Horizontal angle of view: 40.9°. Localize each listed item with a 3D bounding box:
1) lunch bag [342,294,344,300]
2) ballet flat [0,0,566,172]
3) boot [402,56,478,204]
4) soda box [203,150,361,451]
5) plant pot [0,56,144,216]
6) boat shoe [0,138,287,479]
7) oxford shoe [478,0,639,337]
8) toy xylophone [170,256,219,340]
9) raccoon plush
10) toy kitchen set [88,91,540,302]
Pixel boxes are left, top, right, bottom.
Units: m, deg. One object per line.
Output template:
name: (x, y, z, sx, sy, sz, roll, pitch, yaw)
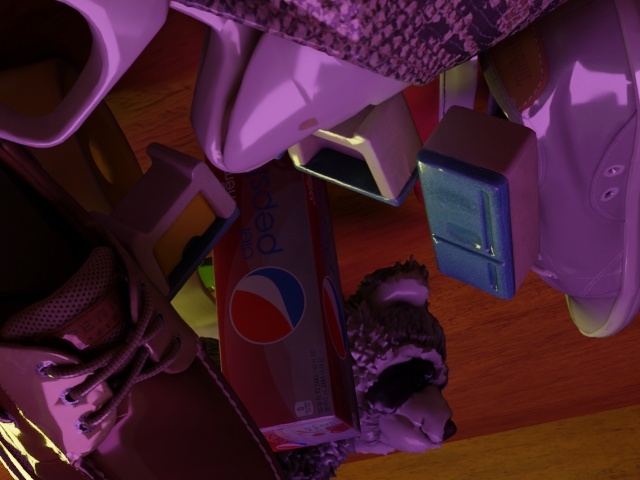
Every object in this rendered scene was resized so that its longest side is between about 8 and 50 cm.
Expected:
lunch bag: (-0.013, 0.113, 1.153, 0.098, 0.065, 0.067, -5, 157, -6)
ballet flat: (-0.091, -0.128, 0.404, 0.483, 0.182, 0.164, 8, -162, -30)
boot: (0.028, -0.094, 0.658, 0.176, 0.088, 0.244, -5, 154, 8)
soda box: (-0.033, 0.026, 0.682, 0.083, 0.263, 0.092, -13, 155, 11)
plant pot: (-0.251, -0.007, 0.605, 0.239, 0.254, 0.254, -25, 156, 1)
boat shoe: (-0.138, 0.050, 0.446, 0.324, 0.122, 0.120, 46, 152, -10)
oxford shoe: (0.202, -0.045, 0.714, 0.130, 0.169, 0.449, -14, 149, 9)
toy xylophone: (-0.107, 0.083, 0.947, 0.236, 0.081, 0.323, -9, 144, 6)
raccoon plush: (-0.091, 0.097, 0.811, 0.446, 0.299, 0.216, 32, 157, 4)
toy kitchen set: (0.000, 0.000, 0.515, 0.207, 0.166, 0.122, 24, 156, 29)
